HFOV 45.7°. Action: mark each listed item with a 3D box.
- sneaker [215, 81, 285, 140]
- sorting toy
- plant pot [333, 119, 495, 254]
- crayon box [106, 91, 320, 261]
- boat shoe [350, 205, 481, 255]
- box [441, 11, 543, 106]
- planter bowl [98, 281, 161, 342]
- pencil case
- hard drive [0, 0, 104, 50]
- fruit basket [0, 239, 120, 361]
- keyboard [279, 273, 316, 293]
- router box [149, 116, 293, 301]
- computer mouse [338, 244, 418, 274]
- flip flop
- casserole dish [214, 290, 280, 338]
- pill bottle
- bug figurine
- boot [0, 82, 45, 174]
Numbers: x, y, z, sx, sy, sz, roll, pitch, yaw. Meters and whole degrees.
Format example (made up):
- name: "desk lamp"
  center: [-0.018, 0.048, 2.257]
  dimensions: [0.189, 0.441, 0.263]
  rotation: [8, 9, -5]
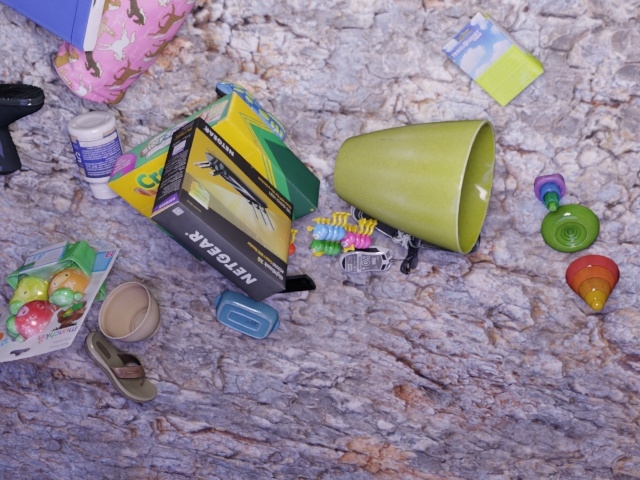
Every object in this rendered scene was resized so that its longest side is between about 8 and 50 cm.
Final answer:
- name: "sneaker"
  center: [-0.162, -0.272, 1.668]
  dimensions: [0.078, 0.067, 0.188]
  rotation: [-37, 113, 25]
- name: "sorting toy"
  center: [0.565, 0.023, 1.679]
  dimensions: [0.127, 0.126, 0.366]
  rotation: [-20, 119, 25]
- name: "plant pot"
  center: [0.187, -0.133, 1.594]
  dimensions: [0.293, 0.275, 0.275]
  rotation: [12, 128, 24]
- name: "crayon box"
  center: [-0.238, -0.129, 1.713]
  dimensions: [0.362, 0.106, 0.313]
  rotation: [-23, 133, 29]
- name: "boat shoe"
  center: [0.214, -0.030, 1.733]
  dimensions: [0.306, 0.105, 0.113]
  rotation: [17, 127, 0]
- name: "box"
  center: [0.340, -0.362, 1.505]
  dimensions: [0.178, 0.042, 0.109]
  rotation: [38, 124, -14]
- name: "planter bowl"
  center: [-0.498, 0.208, 2.047]
  dimensions: [0.162, 0.162, 0.109]
  rotation: [-12, 147, 20]
- name: "pencil case"
  center: [-0.392, -0.446, 1.542]
  dimensions: [0.160, 0.167, 0.386]
  rotation: [4, 143, -47]
- name: "hard drive"
  center: [-0.549, -0.538, 1.489]
  dimensions: [0.318, 0.040, 0.210]
  rotation: [32, 119, 18]
- name: "fruit basket"
  center: [-0.701, 0.157, 1.921]
  dimensions: [0.326, 0.353, 0.165]
  rotation: [-14, 122, 22]
- name: "keyboard"
  center: [-0.113, 0.100, 1.955]
  dimensions: [0.191, 0.038, 0.100]
  rotation: [-7, 146, 16]
- name: "router box"
  center: [-0.185, -0.060, 1.525]
  dimensions: [0.081, 0.243, 0.309]
  rotation: [-25, 131, 28]
- name: "computer mouse"
  center: [0.140, 0.037, 1.830]
  dimensions: [0.192, 0.042, 0.106]
  rotation: [0, 131, -1]
- name: "flip flop"
  center: [-0.568, 0.363, 2.204]
  dimensions: [0.080, 0.112, 0.277]
  rotation: [-32, 108, 14]
- name: "casserole dish"
  center: [-0.201, 0.205, 2.039]
  dimensions: [0.188, 0.037, 0.114]
  rotation: [23, 127, -5]
- name: "pill bottle"
  center: [-0.514, -0.196, 1.774]
  dimensions: [0.111, 0.112, 0.187]
  rotation: [2, 125, 11]
- name: "bug figurine"
  center: [0.000, 0.000, 1.720]
  dimensions: [0.216, 0.072, 0.279]
  rotation: [3, 168, -37]
- name: "boot"
  center: [-0.734, -0.259, 1.788]
  dimensions: [0.246, 0.094, 0.207]
  rotation: [5, 123, 17]
